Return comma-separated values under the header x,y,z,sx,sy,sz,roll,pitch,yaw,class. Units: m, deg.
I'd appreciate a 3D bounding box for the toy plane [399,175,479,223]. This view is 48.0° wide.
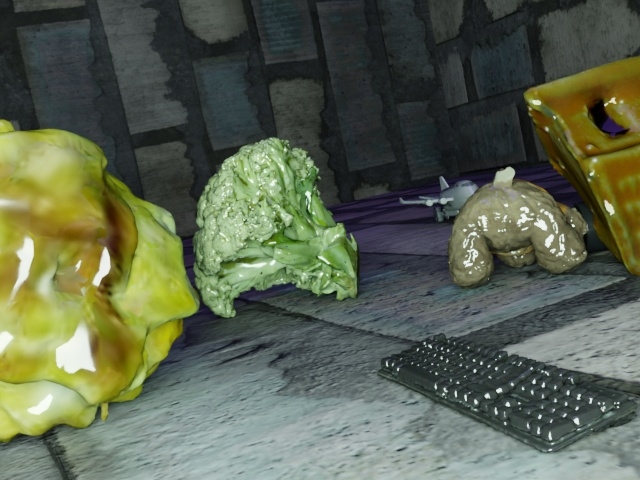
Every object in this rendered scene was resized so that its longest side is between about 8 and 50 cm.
x,y,z,sx,sy,sz,roll,pitch,yaw,class
0.321,-0.094,1.664,0.251,0.101,0.255,-12,9,-7,toy plane

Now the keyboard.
x,y,z,sx,sy,sz,roll,pitch,yaw,class
0.116,0.100,0.513,0.072,0.023,0.231,-16,7,-19,keyboard

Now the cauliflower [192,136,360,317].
x,y,z,sx,sy,sz,roll,pitch,yaw,class
-0.045,-0.006,0.997,0.250,0.272,0.275,25,37,23,cauliflower

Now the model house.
x,y,z,sx,sy,sz,roll,pitch,yaw,class
0.399,-0.083,0.828,0.268,0.239,0.173,-17,-38,-2,model house

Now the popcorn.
x,y,z,sx,sy,sz,roll,pitch,yaw,class
-0.292,0.043,0.667,0.312,0.312,0.312,-11,6,1,popcorn

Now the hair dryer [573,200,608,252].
x,y,z,sx,sy,sz,roll,pitch,yaw,class
0.412,-0.025,1.017,0.124,0.071,0.219,-9,-3,6,hair dryer

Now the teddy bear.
x,y,z,sx,sy,sz,roll,pitch,yaw,class
0.247,-0.019,0.928,0.177,0.140,0.190,-13,-3,16,teddy bear
